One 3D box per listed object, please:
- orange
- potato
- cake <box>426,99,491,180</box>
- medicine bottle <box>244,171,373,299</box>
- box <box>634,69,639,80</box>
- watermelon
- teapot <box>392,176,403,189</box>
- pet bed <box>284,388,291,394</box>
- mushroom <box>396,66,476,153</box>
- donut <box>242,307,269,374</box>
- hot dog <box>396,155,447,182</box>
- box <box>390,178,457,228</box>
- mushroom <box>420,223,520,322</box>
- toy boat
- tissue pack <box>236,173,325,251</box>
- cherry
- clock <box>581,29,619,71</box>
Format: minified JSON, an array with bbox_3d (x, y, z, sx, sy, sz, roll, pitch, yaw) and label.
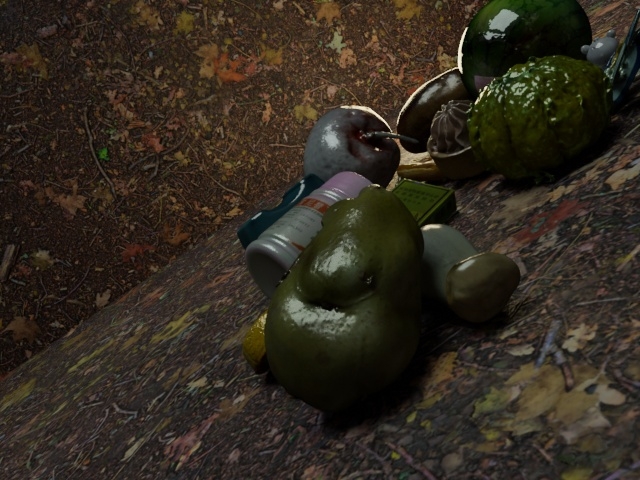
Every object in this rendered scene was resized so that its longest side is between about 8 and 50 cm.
[{"bbox_3d":[0.453,-0.267,1.311,0.301,0.223,0.300,-34,18,-3],"label":"orange"},{"bbox_3d":[0.047,0.079,0.947,0.218,0.202,0.351,-4,64,38],"label":"potato"},{"bbox_3d":[0.353,-0.266,1.531,0.207,0.178,0.185,-26,31,-3],"label":"cake"},{"bbox_3d":[0.000,0.000,1.472,0.316,0.202,0.202,-42,16,-31],"label":"medicine bottle"},{"bbox_3d":[0.767,-0.402,1.486,0.083,0.012,0.046,-29,13,20],"label":"box"},{"bbox_3d":[0.550,-0.513,1.715,0.363,0.363,0.363,-32,13,8],"label":"watermelon"},{"bbox_3d":[0.227,-0.116,1.631,0.110,0.085,0.080,4,36,37],"label":"teapot"},{"bbox_3d":[0.004,0.189,1.113,0.201,0.053,0.201,-32,14,9],"label":"pet bed"},{"bbox_3d":[0.399,-0.414,1.995,0.345,0.239,0.345,-10,2,0],"label":"mushroom"},{"bbox_3d":[-0.079,0.172,1.212,0.178,0.065,0.162,-39,-20,-41],"label":"donut"},{"bbox_3d":[0.299,-0.194,1.743,0.100,0.068,0.249,-24,12,-19],"label":"hot dog"},{"bbox_3d":[0.181,-0.045,1.394,0.141,0.064,0.220,19,46,38],"label":"box"},{"bbox_3d":[0.203,0.059,1.019,0.328,0.122,0.159,-141,70,-77],"label":"mushroom"},{"bbox_3d":[0.637,-0.380,1.313,0.221,0.067,0.291,-63,-17,-3],"label":"toy boat"},{"bbox_3d":[-0.073,-0.031,1.789,0.287,0.206,0.198,-38,5,-25],"label":"tissue pack"},{"bbox_3d":[0.088,-0.231,1.929,0.326,0.291,0.335,-102,29,-59],"label":"cherry"},{"bbox_3d":[0.661,-0.418,1.543,0.176,0.117,0.080,-35,8,24],"label":"clock"}]
